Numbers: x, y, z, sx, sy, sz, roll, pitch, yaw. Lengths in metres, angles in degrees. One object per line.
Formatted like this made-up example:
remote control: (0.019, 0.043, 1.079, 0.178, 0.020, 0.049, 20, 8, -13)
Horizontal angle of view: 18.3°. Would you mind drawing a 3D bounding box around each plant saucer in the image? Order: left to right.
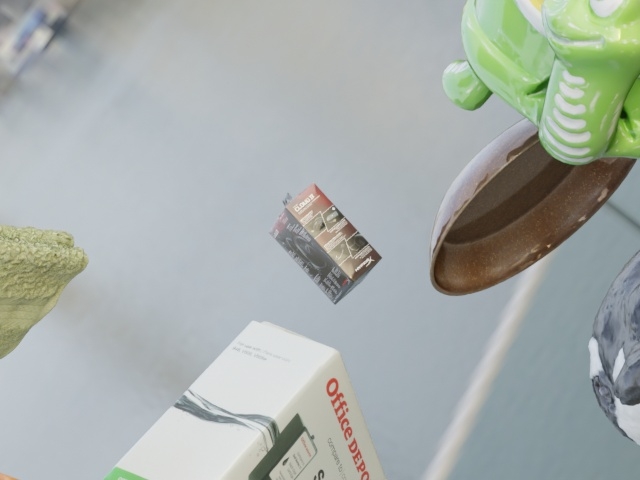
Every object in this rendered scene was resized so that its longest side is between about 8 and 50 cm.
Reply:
plant saucer: (0.151, -0.039, 1.450, 0.198, 0.036, 0.198, -31, -24, -15)

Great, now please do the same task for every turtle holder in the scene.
turtle holder: (0.202, -0.171, 1.304, 0.320, 0.243, 0.227, -12, -50, -39)

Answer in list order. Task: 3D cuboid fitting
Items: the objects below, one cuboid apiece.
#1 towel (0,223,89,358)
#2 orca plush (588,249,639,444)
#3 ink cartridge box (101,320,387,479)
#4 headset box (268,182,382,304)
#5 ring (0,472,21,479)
towel: (-0.221, 0.033, 1.232, 0.110, 0.148, 0.027, -51, 55, 22)
orca plush: (0.159, -0.017, 0.814, 0.151, 0.102, 0.287, -35, -18, -15)
ink cartridge box: (-0.058, 0.181, 1.396, 0.087, 0.153, 0.208, 17, 51, 37)
headset box: (0.000, 0.000, 1.456, 0.032, 0.083, 0.062, -39, -6, -22)
ring: (-0.176, 0.069, 0.442, 0.336, 0.336, 0.032, -37, 27, 53)
